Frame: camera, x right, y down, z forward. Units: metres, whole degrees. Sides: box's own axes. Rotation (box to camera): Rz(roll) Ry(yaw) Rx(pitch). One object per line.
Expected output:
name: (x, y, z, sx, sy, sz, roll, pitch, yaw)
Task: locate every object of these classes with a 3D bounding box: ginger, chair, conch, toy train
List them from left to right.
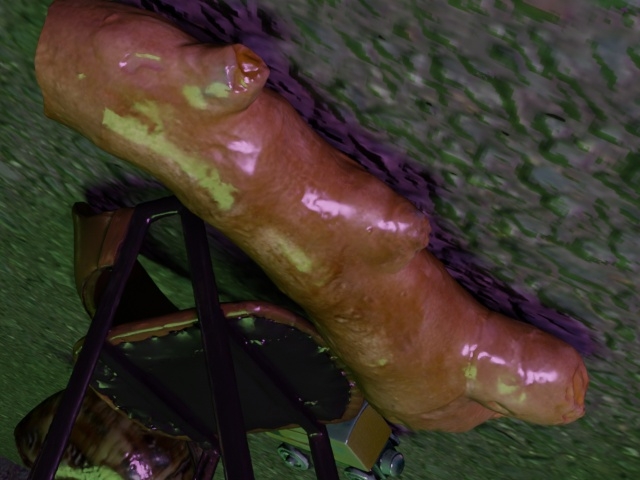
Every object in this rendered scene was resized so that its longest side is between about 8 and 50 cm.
conch: (-0.195, 0.214, 1.109, 0.187, 0.124, 0.181, 40, -179, 42)
chair: (-0.067, 0.082, 0.594, 0.173, 0.246, 0.158, -8, 146, 18)
ginger: (-0.001, 0.003, 0.469, 0.118, 0.065, 0.299, -16, 135, 42)
toy train: (0.004, 0.141, 0.799, 0.122, 0.050, 0.081, 10, 148, 39)
